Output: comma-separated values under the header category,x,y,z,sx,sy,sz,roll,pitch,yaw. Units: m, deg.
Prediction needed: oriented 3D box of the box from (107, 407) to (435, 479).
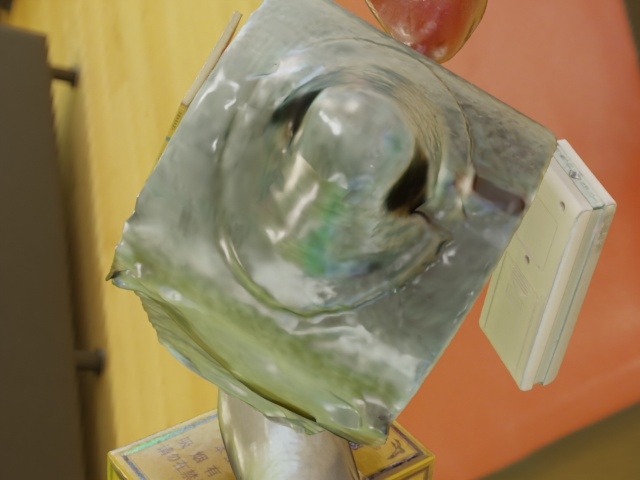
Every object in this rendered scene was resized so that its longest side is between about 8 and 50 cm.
category,x,y,z,sx,sy,sz,roll,pitch,yaw
box,-0.052,0.258,1.479,0.193,0.301,0.084,40,137,38

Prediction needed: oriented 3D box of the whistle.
category,x,y,z,sx,sy,sz,roll,pitch,yaw
whistle,-0.016,0.027,0.781,0.188,0.168,0.404,-58,-2,-43

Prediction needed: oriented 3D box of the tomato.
category,x,y,z,sx,sy,sz,roll,pitch,yaw
tomato,0.111,-0.288,1.472,0.082,0.174,0.166,-39,8,45

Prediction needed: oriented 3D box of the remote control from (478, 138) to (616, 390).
category,x,y,z,sx,sy,sz,roll,pitch,yaw
remote control,0.235,0.030,1.441,0.277,0.056,0.103,99,150,-45

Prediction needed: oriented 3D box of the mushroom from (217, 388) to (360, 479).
category,x,y,z,sx,sy,sz,roll,pitch,yaw
mushroom,-0.036,0.191,1.328,0.397,0.126,0.177,-103,-3,-49

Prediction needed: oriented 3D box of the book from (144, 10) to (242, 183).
category,x,y,z,sx,sy,sz,roll,pitch,yaw
book,-0.173,-0.187,1.848,0.170,0.018,0.241,-64,6,-29
